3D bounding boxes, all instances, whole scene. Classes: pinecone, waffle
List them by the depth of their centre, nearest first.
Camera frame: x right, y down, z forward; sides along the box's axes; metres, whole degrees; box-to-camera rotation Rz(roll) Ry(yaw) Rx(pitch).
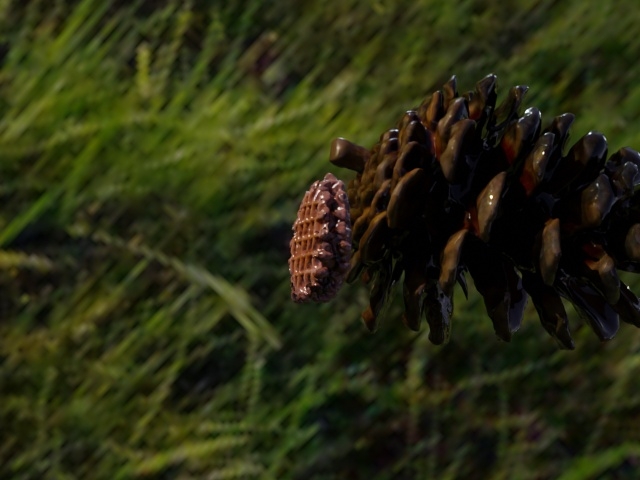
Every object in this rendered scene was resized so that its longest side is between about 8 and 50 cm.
[{"bbox_3d":[0.000,0.000,1.196,0.029,0.075,0.083,9,42,-17],"label":"waffle"},{"bbox_3d":[0.151,-0.012,1.552,0.309,0.244,0.244,20,17,12],"label":"pinecone"}]
